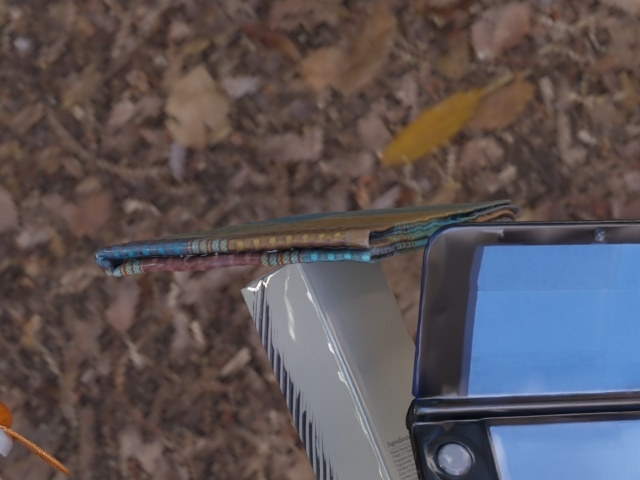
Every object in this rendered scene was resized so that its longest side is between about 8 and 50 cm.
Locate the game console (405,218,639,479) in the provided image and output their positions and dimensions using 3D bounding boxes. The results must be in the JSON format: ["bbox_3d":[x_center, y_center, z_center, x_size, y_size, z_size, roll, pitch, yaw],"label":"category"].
[{"bbox_3d":[0.230,0.131,1.404,0.293,0.173,0.250,-2,52,-12],"label":"game console"}]

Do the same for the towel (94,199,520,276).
[{"bbox_3d":[0.000,0.000,1.610,0.271,0.370,0.040,-4,93,25],"label":"towel"}]

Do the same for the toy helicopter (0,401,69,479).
[{"bbox_3d":[-0.393,0.191,1.646,0.235,0.355,0.140,-35,22,-24],"label":"toy helicopter"}]

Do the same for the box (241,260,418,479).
[{"bbox_3d":[0.036,0.146,1.659,0.094,0.113,0.275,-30,78,42],"label":"box"}]
